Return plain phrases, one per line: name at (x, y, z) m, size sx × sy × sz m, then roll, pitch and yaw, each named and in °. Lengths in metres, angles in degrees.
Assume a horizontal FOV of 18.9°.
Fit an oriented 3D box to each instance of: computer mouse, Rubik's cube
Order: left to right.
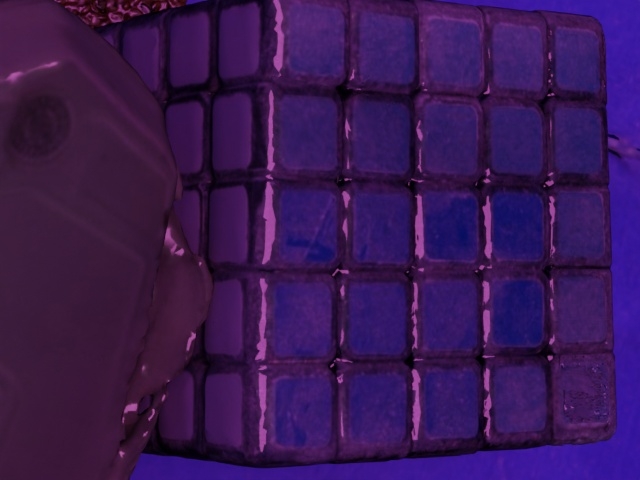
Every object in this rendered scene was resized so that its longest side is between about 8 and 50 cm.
computer mouse at (-0.208, 0.078, 0.906) m, size 0.228 × 0.145 × 0.429 m, roll 12°, pitch 106°, yaw -40°
Rubik's cube at (0.000, 0.000, 1.044) m, size 0.237 × 0.238 × 0.236 m, roll 0°, pitch 88°, yaw -35°

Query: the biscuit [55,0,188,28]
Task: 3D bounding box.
biscuit at (-0.191, -0.135, 1.118) m, size 0.231 × 0.025 × 0.131 m, roll -23°, pitch 93°, yaw -21°
